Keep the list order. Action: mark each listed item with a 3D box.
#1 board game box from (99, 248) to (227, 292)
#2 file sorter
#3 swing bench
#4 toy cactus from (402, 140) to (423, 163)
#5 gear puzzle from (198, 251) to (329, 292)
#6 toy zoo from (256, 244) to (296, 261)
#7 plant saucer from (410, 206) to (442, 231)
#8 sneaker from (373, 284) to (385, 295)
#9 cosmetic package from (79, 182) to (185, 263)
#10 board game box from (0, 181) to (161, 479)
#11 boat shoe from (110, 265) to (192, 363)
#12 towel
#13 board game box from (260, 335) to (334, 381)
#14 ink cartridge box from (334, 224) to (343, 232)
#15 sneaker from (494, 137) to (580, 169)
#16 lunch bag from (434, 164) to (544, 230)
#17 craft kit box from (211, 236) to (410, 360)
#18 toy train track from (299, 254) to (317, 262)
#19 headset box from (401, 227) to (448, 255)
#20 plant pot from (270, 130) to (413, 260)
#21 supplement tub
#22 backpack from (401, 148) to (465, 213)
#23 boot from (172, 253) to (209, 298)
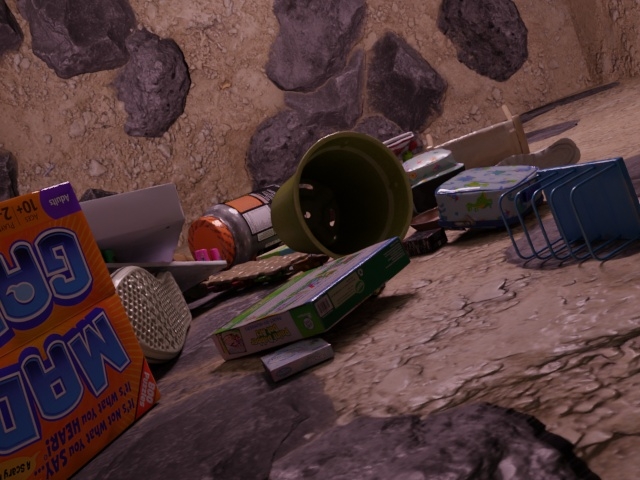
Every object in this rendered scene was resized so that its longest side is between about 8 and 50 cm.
[{"bbox_3d":[-0.474,0.114,1.782,0.390,0.050,0.390,-29,-17,31],"label":"board game box"},{"bbox_3d":[0.354,-0.037,1.125,0.105,0.118,0.170,-27,9,-21],"label":"file sorter"},{"bbox_3d":[0.437,-0.245,2.186,0.253,0.165,0.254,-19,14,11],"label":"swing bench"},{"bbox_3d":[0.228,-0.156,2.170,0.219,0.112,0.180,92,-157,-60],"label":"toy cactus"},{"bbox_3d":[-0.114,0.075,1.863,0.339,0.044,0.175,-12,10,35],"label":"gear puzzle"},{"bbox_3d":[0.000,0.000,2.035,0.293,0.030,0.192,-18,4,22],"label":"toy zoo"},{"bbox_3d":[0.279,-0.055,1.752,0.169,0.029,0.168,-21,9,3],"label":"plant saucer"},{"bbox_3d":[0.087,0.074,1.357,0.035,0.031,0.083,-18,8,21],"label":"sneaker"},{"bbox_3d":[-0.491,0.009,1.655,0.377,0.097,0.284,-14,-13,-21],"label":"cosmetic package"},{"bbox_3d":[-0.512,0.169,1.069,0.357,0.356,0.356,-17,9,24],"label":"board game box"},{"bbox_3d":[-0.355,0.148,1.478,0.156,0.186,0.500,-23,2,-3],"label":"boat shoe"},{"bbox_3d":[0.105,-0.152,2.118,0.329,0.037,0.237,-48,-10,34],"label":"towel"},{"bbox_3d":[-0.034,0.164,1.103,0.090,0.020,0.090,-22,6,-11],"label":"board game box"},{"bbox_3d":[0.093,-0.019,1.860,0.115,0.062,0.029,-17,9,22],"label":"ink cartridge box"},{"bbox_3d":[0.479,-0.157,1.801,0.235,0.090,0.095,-19,-5,-13],"label":"sneaker"},{"bbox_3d":[0.336,-0.087,1.543,0.176,0.090,0.219,-2,16,31],"label":"lunch bag"},{"bbox_3d":[-0.015,0.094,1.275,0.247,0.060,0.250,-19,10,44],"label":"craft kit box"},{"bbox_3d":[-0.037,0.041,1.971,0.048,0.014,0.083,-23,8,-17],"label":"toy train track"},{"bbox_3d":[0.198,0.004,1.546,0.083,0.032,0.062,-11,12,44],"label":"headset box"},{"bbox_3d":[0.020,-0.073,1.715,0.276,0.276,0.254,-25,4,-26],"label":"plant pot"},{"bbox_3d":[-0.201,-0.030,2.177,0.194,0.193,0.316,-13,8,43],"label":"supplement tub"},{"bbox_3d":[0.278,-0.151,2.005,0.166,0.144,0.188,-27,6,-5],"label":"backpack"},{"bbox_3d":[-0.402,0.070,2.097,0.089,0.236,0.269,-56,13,0],"label":"boot"}]
